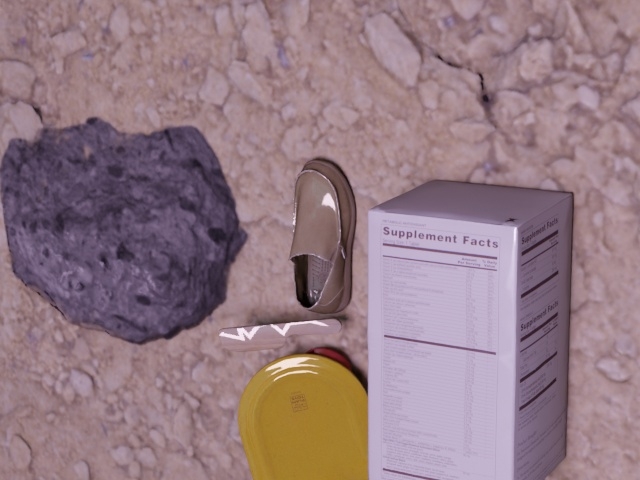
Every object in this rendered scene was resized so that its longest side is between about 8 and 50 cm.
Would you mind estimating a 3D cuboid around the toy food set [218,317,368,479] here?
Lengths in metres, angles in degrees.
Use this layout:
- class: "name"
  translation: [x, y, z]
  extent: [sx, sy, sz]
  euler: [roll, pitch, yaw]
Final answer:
- class: "toy food set"
  translation: [-0.009, 0.168, 1.352]
  extent: [0.128, 0.071, 0.217]
  euler: [-13, 99, 7]

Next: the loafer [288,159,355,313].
- class: "loafer"
  translation: [0.000, 0.000, 1.305]
  extent: [0.056, 0.050, 0.148]
  euler: [0, 103, 29]

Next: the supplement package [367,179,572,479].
- class: "supplement package"
  translation: [0.128, 0.083, 1.206]
  extent: [0.139, 0.134, 0.244]
  euler: [8, 107, 28]
